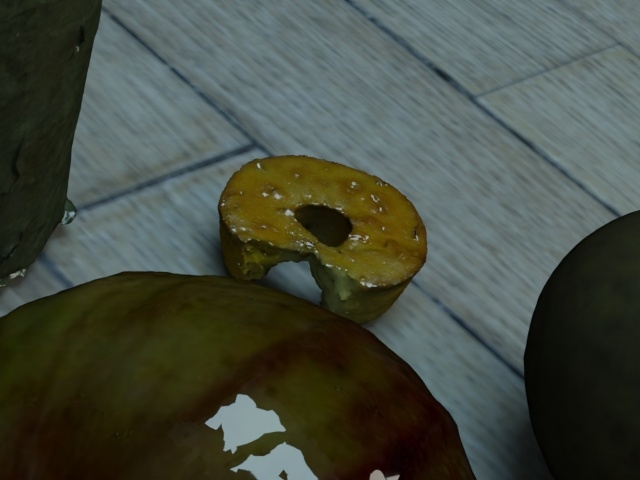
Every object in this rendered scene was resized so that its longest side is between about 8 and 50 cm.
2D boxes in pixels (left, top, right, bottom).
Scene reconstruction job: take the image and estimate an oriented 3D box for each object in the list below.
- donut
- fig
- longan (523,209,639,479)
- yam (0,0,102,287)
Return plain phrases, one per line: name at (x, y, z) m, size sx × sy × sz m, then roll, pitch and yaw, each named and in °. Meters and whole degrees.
donut at (0.000, 0.000, 0.837) m, size 0.108 × 0.043 × 0.097 m, roll 26°, pitch 38°, yaw 8°
fig at (-0.022, 0.097, 0.604) m, size 0.217 × 0.217 × 0.321 m, roll 31°, pitch 20°, yaw 13°
longan at (0.180, 0.071, 0.736) m, size 0.187 × 0.167 × 0.167 m, roll 27°, pitch 37°, yaw 10°
yam at (-0.184, -0.121, 0.700) m, size 0.195 × 0.300 × 0.195 m, roll 8°, pitch 48°, yaw -9°
